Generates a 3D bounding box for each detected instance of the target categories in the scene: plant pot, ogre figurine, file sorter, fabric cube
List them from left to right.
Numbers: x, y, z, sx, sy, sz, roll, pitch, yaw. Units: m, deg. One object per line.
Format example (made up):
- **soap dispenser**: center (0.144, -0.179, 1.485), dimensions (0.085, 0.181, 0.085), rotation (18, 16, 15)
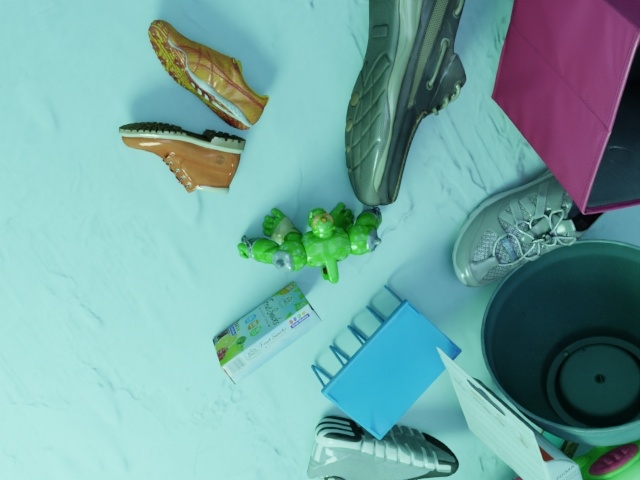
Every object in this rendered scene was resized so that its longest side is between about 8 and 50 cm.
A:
- **ogre figurine**: center (0.000, 0.000, 1.040), dimensions (0.197, 0.118, 0.096), rotation (6, 104, -18)
- **file sorter**: center (0.086, 0.167, 1.120), dimensions (0.118, 0.104, 0.170), rotation (42, 91, -22)
- **plant pot**: center (0.399, 0.171, 1.141), dimensions (0.293, 0.293, 0.196), rotation (-38, 139, -3)
- **fabric cube**: center (0.397, -0.225, 0.969), dimensions (0.254, 0.258, 0.259), rotation (-10, 135, -12)

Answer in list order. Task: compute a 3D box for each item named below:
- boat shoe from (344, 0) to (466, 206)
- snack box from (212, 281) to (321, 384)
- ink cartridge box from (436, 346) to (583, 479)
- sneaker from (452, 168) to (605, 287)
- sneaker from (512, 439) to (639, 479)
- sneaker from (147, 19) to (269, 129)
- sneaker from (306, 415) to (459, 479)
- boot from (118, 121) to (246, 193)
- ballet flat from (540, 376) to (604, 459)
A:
- **boat shoe**: center (0.123, -0.211, 1.008), dimensions (0.130, 0.132, 0.355), rotation (6, 105, -17)
- **snack box**: center (-0.075, 0.122, 1.062), dimensions (0.141, 0.100, 0.037), rotation (-35, 111, -3)
- **ink cartridge box**: center (0.260, 0.245, 1.070), dimensions (0.066, 0.189, 0.232), rotation (-35, 133, -14)
- **sneaker**: center (0.311, -0.029, 1.122), dimensions (0.281, 0.115, 0.105), rotation (-38, 112, -3)
- **sneaker**: center (0.417, 0.421, 1.171), dimensions (0.483, 0.185, 0.202), rotation (-30, 97, 3)
- **sneaker**: center (-0.140, -0.212, 0.978), dimensions (0.175, 0.064, 0.067), rotation (42, 71, -27)
- **sneaker**: center (0.086, 0.350, 1.193), dimensions (0.229, 0.086, 0.132), rotation (16, 106, -9)
- **boot**: center (-0.179, -0.102, 0.993), dimensions (0.158, 0.059, 0.084), rotation (10, 107, -20)
- **ballet flat**: center (0.404, 0.297, 1.280), dimensions (0.067, 0.073, 0.206), rotation (20, 103, -48)
